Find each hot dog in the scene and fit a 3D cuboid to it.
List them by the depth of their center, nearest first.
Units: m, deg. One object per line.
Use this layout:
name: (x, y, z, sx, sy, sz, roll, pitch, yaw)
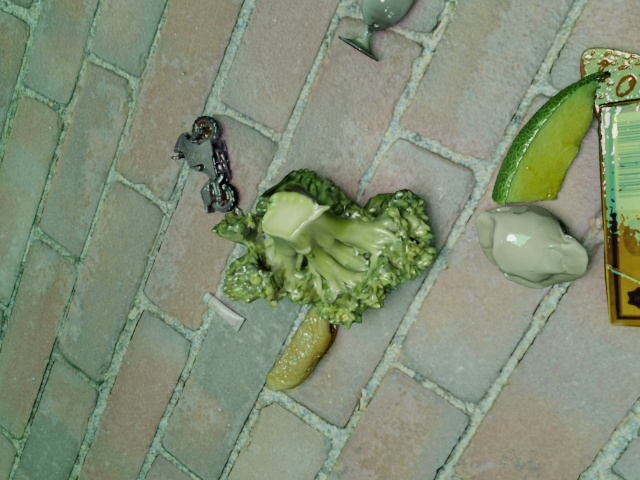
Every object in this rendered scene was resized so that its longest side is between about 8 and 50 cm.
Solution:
hot dog: (-0.026, 0.223, 1.060, 0.073, 0.084, 0.242, 36, 107, 13)

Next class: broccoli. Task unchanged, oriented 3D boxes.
broccoli: (-0.006, 0.008, 0.928, 0.338, 0.318, 0.277, 12, 82, 51)

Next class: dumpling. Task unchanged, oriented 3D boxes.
dumpling: (0.350, 0.019, 0.873, 0.177, 0.092, 0.150, 9, 120, 8)

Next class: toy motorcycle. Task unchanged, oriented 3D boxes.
toy motorcycle: (-0.256, -0.160, 1.130, 0.123, 0.080, 0.215, -13, 93, 24)

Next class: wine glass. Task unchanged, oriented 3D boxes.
wine glass: (0.120, -0.438, 0.933, 0.093, 0.093, 0.202, 37, 110, 17)

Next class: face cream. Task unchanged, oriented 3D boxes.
face cream: (-0.222, 0.161, 1.174, 0.115, 0.020, 0.038, 36, 107, 14)

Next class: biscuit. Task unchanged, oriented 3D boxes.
biscuit: (0.518, -0.203, 0.805, 0.280, 0.043, 0.183, 48, 113, 17)

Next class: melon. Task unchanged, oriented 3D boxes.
melon: (0.385, -0.159, 0.848, 0.114, 0.053, 0.261, 29, 115, 6)

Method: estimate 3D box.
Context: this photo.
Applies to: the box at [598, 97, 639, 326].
box: (0.452, -0.050, 0.741, 0.084, 0.193, 0.301, -2, 103, 30)
